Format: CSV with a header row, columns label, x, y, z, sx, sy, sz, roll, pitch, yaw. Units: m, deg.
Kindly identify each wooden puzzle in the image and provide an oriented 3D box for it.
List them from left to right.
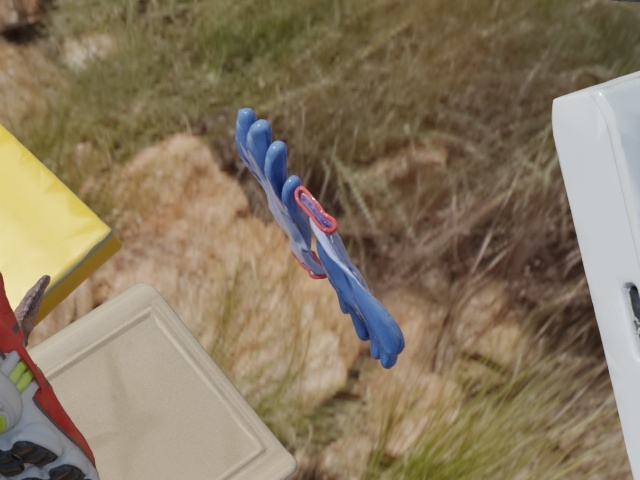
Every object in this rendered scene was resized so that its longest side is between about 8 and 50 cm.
label,x,y,z,sx,sy,sz,roll,pitch,yaw
wooden puzzle,-0.173,0.176,1.347,0.221,0.044,0.238,-33,70,-27

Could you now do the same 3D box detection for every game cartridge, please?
label,x,y,z,sx,sy,sz,roll,pitch,yaw
game cartridge,-0.405,0.025,1.542,0.324,0.052,0.285,-44,64,-9

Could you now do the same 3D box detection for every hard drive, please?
label,x,y,z,sx,sy,sz,roll,pitch,yaw
hard drive,0.246,-0.005,0.752,0.308,0.040,0.203,-20,99,-37

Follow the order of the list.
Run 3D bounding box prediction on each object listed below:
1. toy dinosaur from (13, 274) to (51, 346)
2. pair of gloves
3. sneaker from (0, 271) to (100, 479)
label,x,y,z,sx,sy,sz,roll,pitch,yaw
toy dinosaur,-0.284,0.105,0.967,0.296,0.200,0.127,-30,66,-18
pair of gloves,0.000,0.000,1.062,0.023,0.159,0.198,-33,46,-8
sneaker,-0.178,0.061,0.786,0.107,0.279,0.118,-8,53,6
